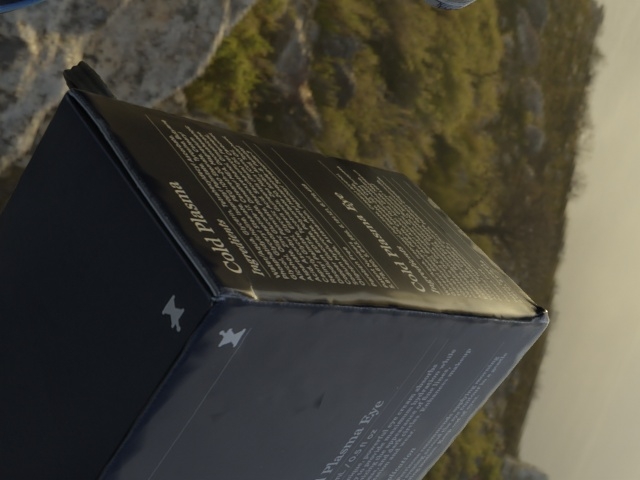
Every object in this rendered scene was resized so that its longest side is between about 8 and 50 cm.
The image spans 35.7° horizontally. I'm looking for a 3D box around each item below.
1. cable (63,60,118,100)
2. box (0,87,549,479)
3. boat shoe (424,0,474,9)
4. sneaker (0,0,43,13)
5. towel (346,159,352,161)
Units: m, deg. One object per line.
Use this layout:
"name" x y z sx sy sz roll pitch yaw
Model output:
"cable" -0.143 -0.079 0.899 0.072 0.287 0.139 -37 132 -4
"box" -0.078 0.113 0.658 0.312 0.179 0.343 9 122 -50
"boat shoe" 0.123 -0.443 1.086 0.156 0.136 0.367 -168 -116 -77
"sneaker" -0.149 -0.177 0.581 0.209 0.082 0.069 -38 139 -39
"towel" 0.000 0.000 0.986 0.027 0.110 0.148 21 57 -34
